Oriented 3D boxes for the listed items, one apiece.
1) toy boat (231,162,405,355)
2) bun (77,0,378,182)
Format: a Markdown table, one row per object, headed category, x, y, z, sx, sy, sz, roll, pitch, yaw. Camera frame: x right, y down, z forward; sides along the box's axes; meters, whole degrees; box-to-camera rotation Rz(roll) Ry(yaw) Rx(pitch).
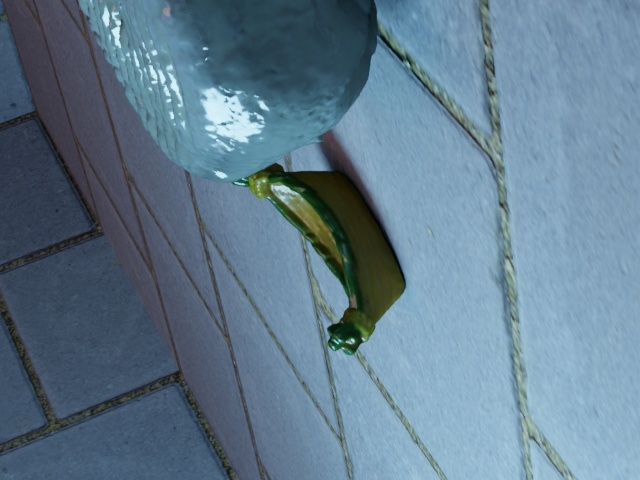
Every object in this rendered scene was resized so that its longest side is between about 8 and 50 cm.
| category | x | y | z | sx | sy | sz | roll | pitch | yaw |
| --- | --- | --- | --- | --- | --- | --- | --- | --- | --- |
| toy boat | 0.000 | 0.000 | 1.470 | 0.089 | 0.088 | 0.229 | 85 | 159 | -54 |
| bun | -0.080 | -0.216 | 1.213 | 0.354 | 0.194 | 0.354 | 58 | 164 | 27 |
